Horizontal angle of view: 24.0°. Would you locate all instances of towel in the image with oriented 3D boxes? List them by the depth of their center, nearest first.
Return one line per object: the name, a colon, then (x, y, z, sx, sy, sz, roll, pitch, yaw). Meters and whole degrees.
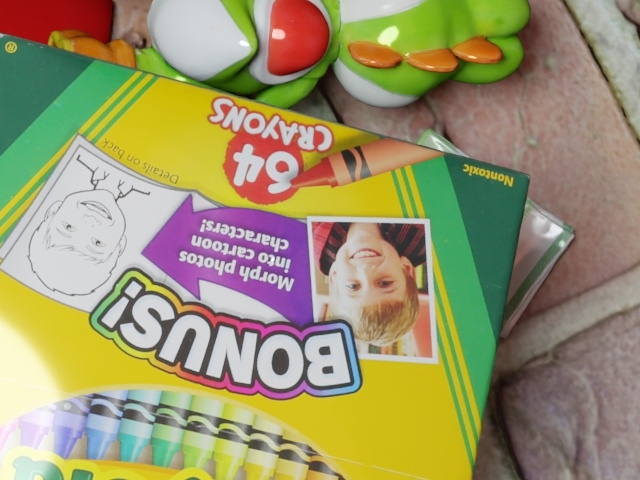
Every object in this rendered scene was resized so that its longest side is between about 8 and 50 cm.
towel: (0.118, -0.007, 1.216, 0.152, 0.023, 0.113, 36, 76, 0)

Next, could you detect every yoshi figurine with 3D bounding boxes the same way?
yoshi figurine: (-0.027, -0.176, 1.155, 0.362, 0.203, 0.203, 1, 64, -15)

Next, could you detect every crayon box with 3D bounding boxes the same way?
crayon box: (-0.073, 0.069, 0.981, 0.362, 0.106, 0.313, 14, 75, -7)

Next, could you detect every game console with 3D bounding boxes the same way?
game console: (-0.242, -0.135, 1.195, 0.144, 0.085, 0.124, 6, 109, -6)
